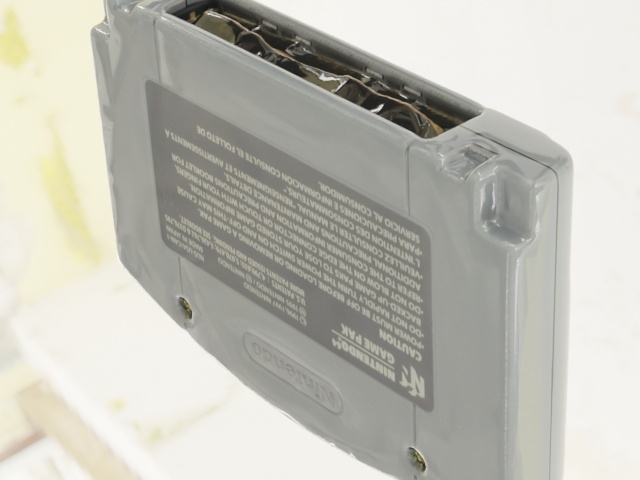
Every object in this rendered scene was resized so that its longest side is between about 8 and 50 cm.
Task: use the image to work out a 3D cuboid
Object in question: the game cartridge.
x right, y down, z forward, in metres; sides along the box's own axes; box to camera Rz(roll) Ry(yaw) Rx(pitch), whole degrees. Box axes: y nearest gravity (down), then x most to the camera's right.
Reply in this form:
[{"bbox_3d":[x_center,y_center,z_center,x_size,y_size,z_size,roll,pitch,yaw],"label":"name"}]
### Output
[{"bbox_3d":[0.000,0.000,0.851,0.297,0.062,0.198,30,-41,40],"label":"game cartridge"}]
